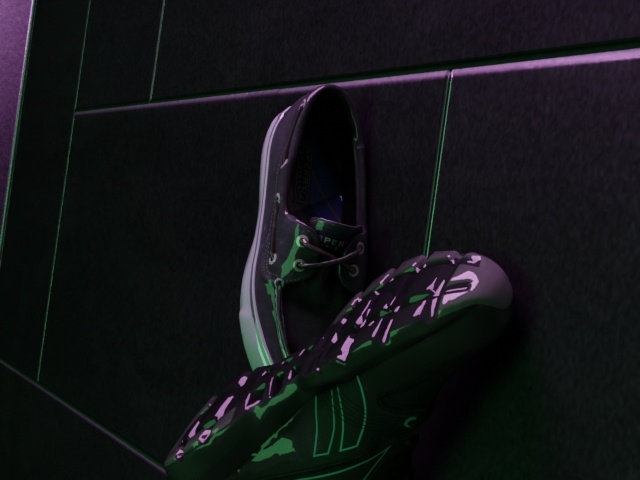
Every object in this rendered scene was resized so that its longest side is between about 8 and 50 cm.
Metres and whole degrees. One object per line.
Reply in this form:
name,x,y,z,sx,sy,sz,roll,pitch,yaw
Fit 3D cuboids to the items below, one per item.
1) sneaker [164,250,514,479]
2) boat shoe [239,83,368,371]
sneaker,0.025,0.097,0.894,0.267,0.106,0.101,-36,11,38
boat shoe,0.000,0.000,1.001,0.076,0.080,0.228,132,147,-56
